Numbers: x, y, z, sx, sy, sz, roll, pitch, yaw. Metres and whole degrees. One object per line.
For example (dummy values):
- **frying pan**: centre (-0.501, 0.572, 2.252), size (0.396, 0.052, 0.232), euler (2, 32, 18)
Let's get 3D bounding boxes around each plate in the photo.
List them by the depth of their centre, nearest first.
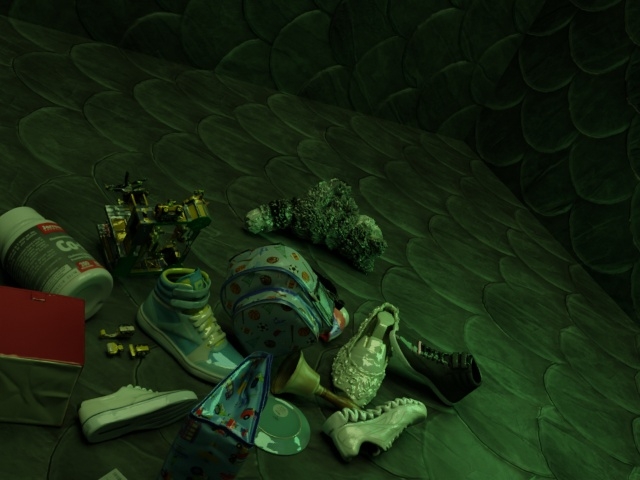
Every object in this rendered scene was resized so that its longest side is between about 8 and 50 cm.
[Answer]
- **plate**: centre (-0.106, 0.417, 1.729), size (0.188, 0.024, 0.188), euler (20, 29, -12)

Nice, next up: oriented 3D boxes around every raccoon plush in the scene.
- **raccoon plush**: centre (0.000, 0.000, 2.444), size (0.446, 0.216, 0.299), euler (-23, 65, -20)

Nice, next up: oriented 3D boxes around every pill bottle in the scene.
- **pill bottle**: centre (-0.633, 0.054, 1.731), size (0.283, 0.161, 0.161), euler (39, 30, 20)

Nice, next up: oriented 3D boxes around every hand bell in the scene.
- **hand bell**: centre (0.011, 0.382, 1.840), size (0.242, 0.126, 0.126), euler (35, 26, -15)

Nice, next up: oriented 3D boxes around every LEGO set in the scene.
- **LEGO set**: centre (-0.442, -0.055, 1.927), size (0.255, 0.331, 0.192), euler (-9, 60, -29)

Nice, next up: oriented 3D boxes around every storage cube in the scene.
- **storage cube**: centre (-0.577, 0.228, 1.464), size (0.215, 0.183, 0.193), euler (13, 31, -25)

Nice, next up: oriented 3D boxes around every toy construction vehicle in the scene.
- **toy construction vehicle**: centre (-0.455, 0.238, 1.722), size (0.098, 0.035, 0.086), euler (-1, 50, -38)

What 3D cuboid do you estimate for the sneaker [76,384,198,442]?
- **sneaker**: centre (-0.378, 0.339, 1.546), size (0.258, 0.094, 0.091), euler (-3, 45, -43)

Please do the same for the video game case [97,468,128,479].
- **video game case**: centre (-0.396, 0.483, 1.377), size (0.087, 0.011, 0.122), euler (38, 29, 17)

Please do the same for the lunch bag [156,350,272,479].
- **lunch bag**: centre (-0.195, 0.366, 1.526), size (0.138, 0.221, 0.293), euler (27, 28, -1)

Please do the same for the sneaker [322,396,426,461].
- **sneaker**: centre (0.146, 0.462, 1.804), size (0.292, 0.110, 0.118), euler (-4, 48, -33)

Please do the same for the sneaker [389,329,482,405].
- **sneaker**: centre (0.326, 0.321, 2.034), size (0.296, 0.147, 0.104), euler (44, 32, -15)

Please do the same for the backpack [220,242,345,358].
- **backpack**: centre (-0.118, 0.148, 1.821), size (0.263, 0.276, 0.213), euler (60, 17, -23)

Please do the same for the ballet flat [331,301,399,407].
- **ballet flat**: centre (0.135, 0.290, 2.040), size (0.147, 0.147, 0.409), euler (29, 29, 3)

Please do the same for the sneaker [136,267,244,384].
- **sneaker**: centre (-0.282, 0.189, 1.762), size (0.319, 0.208, 0.127), euler (33, 27, 10)

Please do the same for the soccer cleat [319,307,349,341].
- **soccer cleat**: centre (-0.070, 0.167, 2.101), size (0.318, 0.108, 0.116), euler (34, 32, 8)
